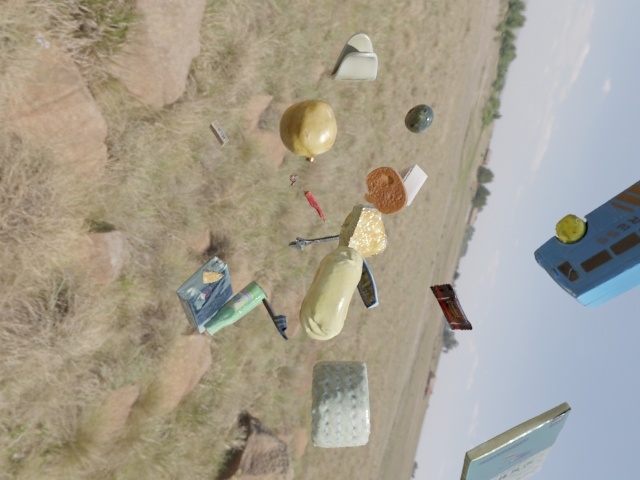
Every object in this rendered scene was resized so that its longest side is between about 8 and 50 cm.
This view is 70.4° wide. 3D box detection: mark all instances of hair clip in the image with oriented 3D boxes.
[{"bbox_3d":[0.130,-0.644,1.674,0.282,0.172,0.114,123,-36,-73],"label":"hair clip"}]

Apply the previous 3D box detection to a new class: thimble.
[{"bbox_3d":[0.067,0.559,1.546,0.291,0.195,0.292,-1,90,-87],"label":"thimble"}]

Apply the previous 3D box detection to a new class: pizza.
[{"bbox_3d":[0.126,-0.026,1.337,0.204,0.080,0.188,-3,120,-42],"label":"pizza"},{"bbox_3d":[-0.412,0.125,1.698,0.025,0.083,0.078,-104,170,-55],"label":"pizza"}]

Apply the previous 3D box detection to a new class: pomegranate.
[{"bbox_3d":[-0.055,-0.554,2.229,0.307,0.307,0.308,15,90,-74],"label":"pomegranate"}]

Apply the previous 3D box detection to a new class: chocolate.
[{"bbox_3d":[0.417,0.214,1.439,0.028,0.086,0.183,-46,109,-40],"label":"chocolate"},{"bbox_3d":[-0.373,0.298,1.964,0.291,0.110,0.110,-38,147,-22],"label":"chocolate"}]

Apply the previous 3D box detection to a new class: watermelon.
[{"bbox_3d":[0.288,-0.355,1.317,0.110,0.078,0.078,177,-71,-76],"label":"watermelon"}]

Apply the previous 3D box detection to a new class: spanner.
[{"bbox_3d":[0.000,0.000,2.024,0.093,0.325,0.026,45,42,-55],"label":"spanner"}]

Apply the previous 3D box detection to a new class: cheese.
[{"bbox_3d":[0.026,0.123,1.094,0.214,0.117,0.226,-58,168,-77],"label":"cheese"}]

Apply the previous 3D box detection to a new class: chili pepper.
[{"bbox_3d":[-0.023,-0.159,2.047,0.178,0.027,0.045,59,19,-1],"label":"chili pepper"}]

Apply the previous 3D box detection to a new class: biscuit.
[{"bbox_3d":[0.120,-0.092,0.851,0.091,0.078,0.015,70,20,-3],"label":"biscuit"}]

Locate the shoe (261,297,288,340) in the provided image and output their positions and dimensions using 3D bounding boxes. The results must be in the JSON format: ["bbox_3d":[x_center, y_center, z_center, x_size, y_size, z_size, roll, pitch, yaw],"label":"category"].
[{"bbox_3d":[-0.154,0.281,1.674,0.049,0.179,0.071,-31,165,-3],"label":"shoe"}]

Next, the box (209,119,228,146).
[{"bbox_3d":[-0.363,-0.382,1.619,0.024,0.083,0.053,-38,-171,-19],"label":"box"}]

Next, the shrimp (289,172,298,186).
[{"bbox_3d":[-0.110,-0.249,1.825,0.092,0.029,0.038,-76,163,-55],"label":"shrimp"}]

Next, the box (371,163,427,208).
[{"bbox_3d":[0.388,-0.260,2.297,0.203,0.106,0.251,-54,-164,-21],"label":"box"}]

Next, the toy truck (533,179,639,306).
[{"bbox_3d":[0.621,-0.023,0.875,0.161,0.385,0.162,20,40,-41],"label":"toy truck"}]

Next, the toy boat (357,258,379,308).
[{"bbox_3d":[0.152,0.124,1.581,0.080,0.045,0.229,-46,-128,42],"label":"toy boat"}]

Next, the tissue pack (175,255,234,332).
[{"bbox_3d":[-0.490,0.236,1.961,0.228,0.103,0.316,-45,159,-29],"label":"tissue pack"}]

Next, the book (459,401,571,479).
[{"bbox_3d":[0.443,0.529,1.077,0.264,0.031,0.380,-22,135,-11],"label":"book"}]
